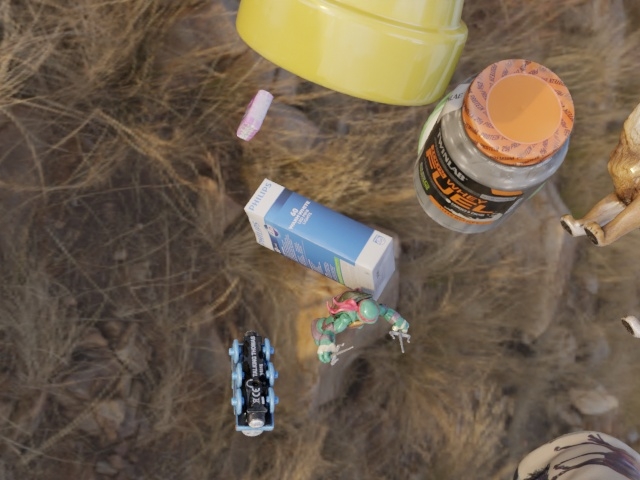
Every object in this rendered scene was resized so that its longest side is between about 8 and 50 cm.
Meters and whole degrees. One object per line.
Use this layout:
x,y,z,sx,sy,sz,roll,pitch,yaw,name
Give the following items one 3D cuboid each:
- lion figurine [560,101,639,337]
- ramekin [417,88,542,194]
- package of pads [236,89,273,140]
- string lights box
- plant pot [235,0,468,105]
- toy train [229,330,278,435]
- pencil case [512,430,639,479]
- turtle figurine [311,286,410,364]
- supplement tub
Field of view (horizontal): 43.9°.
0.487,0.000,1.048,0.240,0.142,0.392,-31,97,-2,lion figurine
0.361,-0.199,1.752,0.148,0.304,0.303,-35,116,-65,ramekin
-0.116,-0.220,1.399,0.032,0.050,0.083,30,60,-18,package of pads
0.000,0.000,1.420,0.076,0.260,0.133,-57,160,-20,string lights box
0.058,-0.306,0.855,0.254,0.254,0.238,-19,137,-50,plant pot
-0.115,0.246,1.353,0.105,0.080,0.184,102,-16,-48,toy train
0.260,0.340,0.791,0.160,0.183,0.410,47,18,6,pencil case
0.064,0.140,1.369,0.175,0.234,0.118,-9,87,-16,turtle figurine
0.264,-0.141,1.239,0.316,0.194,0.193,103,-1,-73,supplement tub
